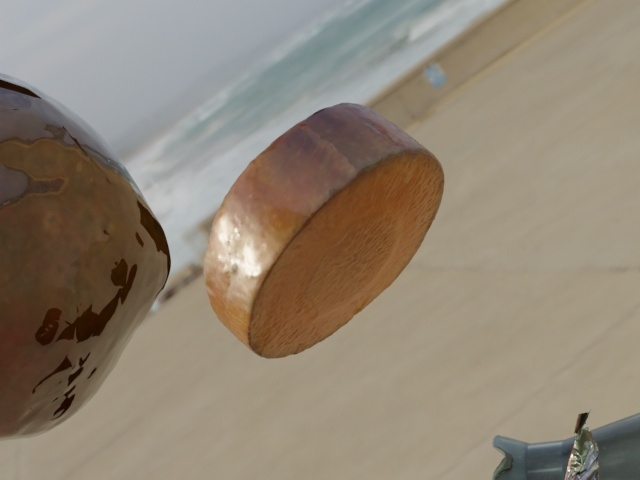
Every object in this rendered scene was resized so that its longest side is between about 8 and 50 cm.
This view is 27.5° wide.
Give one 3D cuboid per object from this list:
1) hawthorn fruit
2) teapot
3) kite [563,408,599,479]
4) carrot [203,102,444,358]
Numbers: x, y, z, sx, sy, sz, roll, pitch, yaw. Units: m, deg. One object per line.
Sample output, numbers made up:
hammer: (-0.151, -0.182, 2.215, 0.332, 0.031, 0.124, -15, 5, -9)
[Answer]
hawthorn fruit: (-0.269, 0.019, 1.009, 0.325, 0.308, 0.308, 8, -14, -26)
teapot: (0.288, 0.251, 1.266, 0.225, 0.203, 0.171, -8, 51, 17)
kite: (0.220, 0.254, 1.059, 0.009, 0.232, 0.189, 4, -25, -13)
carrot: (0.000, 0.000, 1.420, 0.258, 0.100, 0.307, -4, -48, -44)
